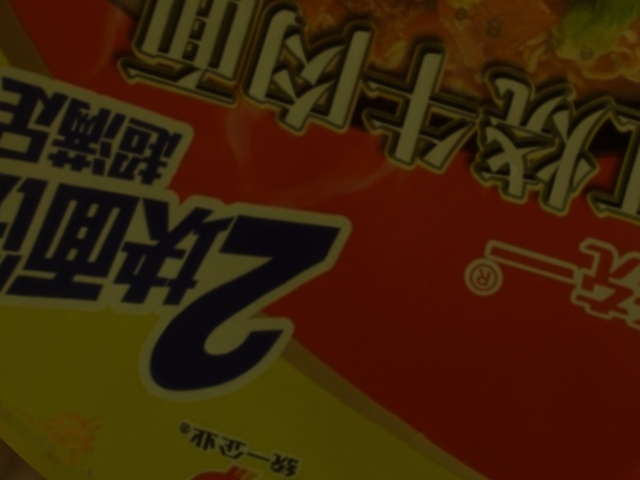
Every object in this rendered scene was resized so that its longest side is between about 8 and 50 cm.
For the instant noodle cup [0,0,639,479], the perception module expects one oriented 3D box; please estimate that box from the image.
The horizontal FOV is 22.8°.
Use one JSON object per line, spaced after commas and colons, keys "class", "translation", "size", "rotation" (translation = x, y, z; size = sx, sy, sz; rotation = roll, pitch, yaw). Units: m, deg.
{"class": "instant noodle cup", "translation": [0.002, -0.016, 0.432], "size": [0.174, 0.213, 0.213], "rotation": [103, -18, -79]}
